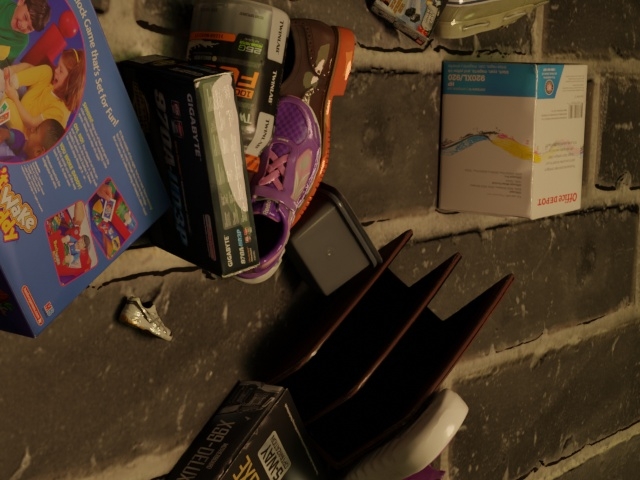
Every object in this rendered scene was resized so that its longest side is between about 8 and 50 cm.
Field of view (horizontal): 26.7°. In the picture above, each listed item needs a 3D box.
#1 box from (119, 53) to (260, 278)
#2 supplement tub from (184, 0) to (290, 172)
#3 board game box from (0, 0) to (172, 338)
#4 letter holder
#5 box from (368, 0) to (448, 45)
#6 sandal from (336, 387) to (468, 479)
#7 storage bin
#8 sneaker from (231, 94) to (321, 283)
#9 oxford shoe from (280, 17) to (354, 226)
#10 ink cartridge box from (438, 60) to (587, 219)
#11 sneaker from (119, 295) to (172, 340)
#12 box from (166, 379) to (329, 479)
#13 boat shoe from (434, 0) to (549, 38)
[{"bbox_3d":[-0.144,-0.085,1.475,0.051,0.175,0.220,-19,113,-30],"label":"box"},{"bbox_3d":[-0.104,-0.178,1.569,0.117,0.117,0.190,11,86,-55],"label":"supplement tub"},{"bbox_3d":[-0.297,-0.112,1.336,0.233,0.078,0.347,-48,133,-38],"label":"board game box"},{"bbox_3d":[0.095,0.121,1.778,0.152,0.214,0.302,45,51,-4],"label":"letter holder"},{"bbox_3d":[0.136,-0.355,1.910,0.094,0.027,0.137,33,64,-11],"label":"box"},{"bbox_3d":[0.112,0.295,1.780,0.169,0.102,0.416,-47,178,-14],"label":"sandal"},{"bbox_3d":[0.000,0.000,1.774,0.091,0.098,0.135,-40,123,-15],"label":"storage bin"},{"bbox_3d":[-0.059,-0.060,1.623,0.104,0.095,0.236,-155,-99,-88],"label":"sneaker"},{"bbox_3d":[-0.040,-0.148,1.712,0.098,0.097,0.271,13,90,-23],"label":"oxford shoe"},{"bbox_3d":[0.297,-0.158,2.087,0.171,0.168,0.233,-9,103,-53],"label":"ink cartridge box"},{"bbox_3d":[-0.195,0.090,1.559,0.083,0.032,0.037,37,66,-51],"label":"sneaker"},{"bbox_3d":[-0.084,0.370,1.724,0.242,0.076,0.307,-52,134,-36],"label":"box"},{"bbox_3d":[0.267,-0.374,2.087,0.302,0.109,0.094,-16,122,-42],"label":"boat shoe"}]
